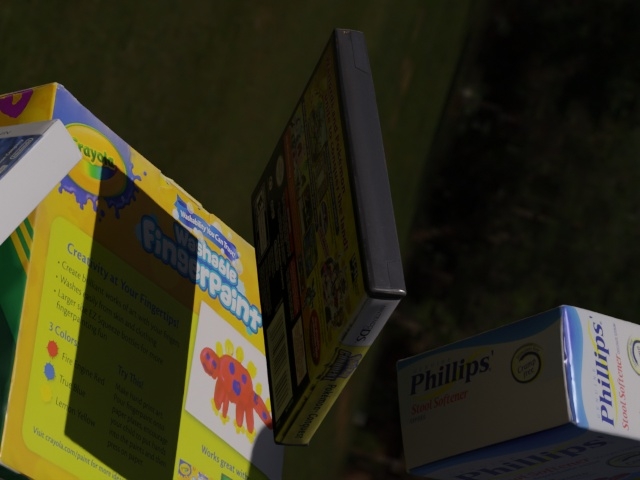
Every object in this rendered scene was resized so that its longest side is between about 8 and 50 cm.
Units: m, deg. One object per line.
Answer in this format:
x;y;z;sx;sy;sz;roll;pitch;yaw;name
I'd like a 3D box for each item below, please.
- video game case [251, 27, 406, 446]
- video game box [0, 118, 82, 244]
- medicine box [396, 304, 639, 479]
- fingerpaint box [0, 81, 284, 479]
0.000;0.000;1.593;0.248;0.035;0.275;119;-29;-49;video game case
-0.317;-0.016;1.474;0.205;0.187;0.048;-53;123;-40;video game box
0.284;0.202;2.217;0.263;0.289;0.149;-23;-117;41;medicine box
-0.209;0.124;1.764;0.445;0.163;0.371;41;46;-50;fingerpaint box
